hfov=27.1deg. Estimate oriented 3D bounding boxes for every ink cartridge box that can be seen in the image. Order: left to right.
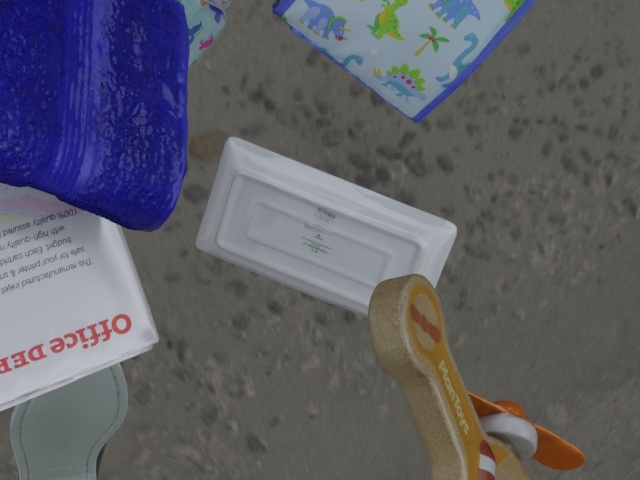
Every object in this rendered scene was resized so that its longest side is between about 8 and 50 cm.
[{"bbox_3d":[-0.284,-0.005,1.117,0.201,0.117,0.278,-21,94,-33],"label":"ink cartridge box"}]

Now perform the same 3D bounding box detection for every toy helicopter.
[{"bbox_3d":[0.128,0.176,1.119,0.140,0.355,0.235,-9,26,31],"label":"toy helicopter"}]

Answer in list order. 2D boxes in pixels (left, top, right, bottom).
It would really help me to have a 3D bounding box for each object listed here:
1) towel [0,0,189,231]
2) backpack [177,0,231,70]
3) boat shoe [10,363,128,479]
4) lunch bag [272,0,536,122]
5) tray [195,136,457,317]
[{"bbox_3d":[-0.210,-0.147,0.993,0.076,0.308,0.227,-16,70,31],"label":"towel"},{"bbox_3d":[-0.244,-0.265,1.456,0.225,0.253,0.191,-47,42,17],"label":"backpack"},{"bbox_3d":[-0.263,0.184,1.341,0.114,0.302,0.091,4,42,-20],"label":"boat shoe"},{"bbox_3d":[0.062,-0.170,0.865,0.129,0.096,0.151,36,101,-14],"label":"lunch bag"},{"bbox_3d":[0.000,0.000,1.444,0.270,0.030,0.145,22,114,6],"label":"tray"}]
